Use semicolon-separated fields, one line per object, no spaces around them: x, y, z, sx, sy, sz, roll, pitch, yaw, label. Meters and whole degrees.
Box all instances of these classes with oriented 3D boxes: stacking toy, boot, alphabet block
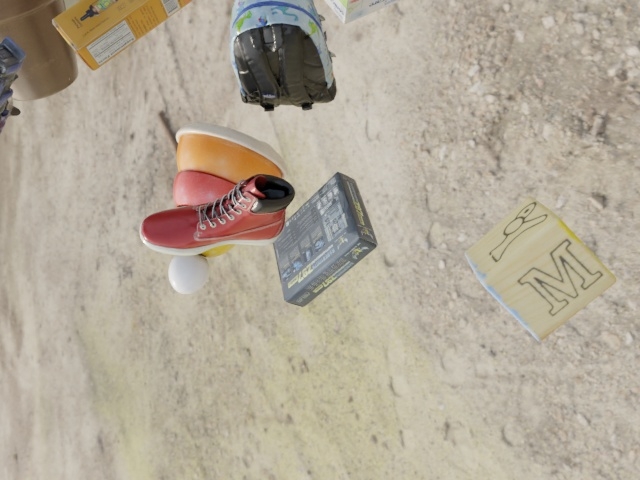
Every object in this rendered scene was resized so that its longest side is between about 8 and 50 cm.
-0.323;-0.071;1.680;0.351;0.351;0.479;3;72;53;stacking toy
-0.169;-0.051;0.924;0.176;0.244;0.088;119;142;-62;boot
0.454;0.054;1.206;0.197;0.193;0.192;-44;12;15;alphabet block

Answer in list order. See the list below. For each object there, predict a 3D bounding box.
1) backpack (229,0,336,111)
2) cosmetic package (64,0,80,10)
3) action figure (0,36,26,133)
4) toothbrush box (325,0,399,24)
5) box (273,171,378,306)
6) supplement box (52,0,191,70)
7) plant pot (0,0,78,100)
-0.111;-0.512;1.490;0.290;0.355;0.273;1;87;9;backpack
-0.638;-0.600;1.538;0.153;0.296;0.129;-26;95;30;cosmetic package
-0.504;-0.163;0.675;0.341;0.330;0.178;-36;93;31;action figure
0.134;-0.771;1.566;0.122;0.206;0.283;56;162;17;toothbrush box
0.000;0.000;1.177;0.233;0.059;0.183;-43;43;30;box
-0.339;-0.404;0.995;0.078;0.233;0.080;50;170;11;supplement box
-0.596;-0.409;1.116;0.263;0.263;0.229;45;156;41;plant pot
